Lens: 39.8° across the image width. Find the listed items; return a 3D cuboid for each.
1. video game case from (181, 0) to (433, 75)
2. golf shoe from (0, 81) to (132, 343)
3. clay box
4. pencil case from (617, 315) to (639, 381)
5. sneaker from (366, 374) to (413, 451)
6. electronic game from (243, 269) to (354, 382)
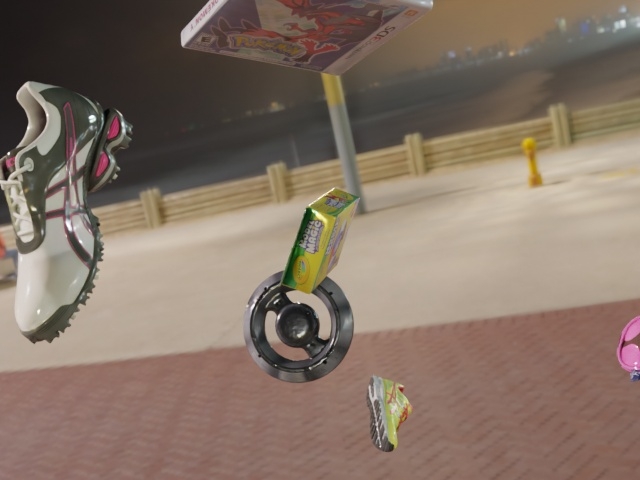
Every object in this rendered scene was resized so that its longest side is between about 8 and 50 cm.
[{"bbox_3d":[-0.017,-0.228,0.917,0.201,0.023,0.183,4,-16,-31],"label":"video game case"},{"bbox_3d":[-0.286,-0.031,0.910,0.105,0.272,0.120,-13,-29,37],"label":"golf shoe"},{"bbox_3d":[0.000,0.000,1.359,0.053,0.127,0.222,20,16,7],"label":"clay box"},{"bbox_3d":[0.482,0.184,1.162,0.209,0.095,0.098,34,-14,-27],"label":"pencil case"},{"bbox_3d":[0.155,0.367,1.886,0.094,0.081,0.208,10,34,-8],"label":"sneaker"},{"bbox_3d":[-0.045,0.169,1.762,0.229,0.229,0.048,-11,-10,14],"label":"electronic game"}]
